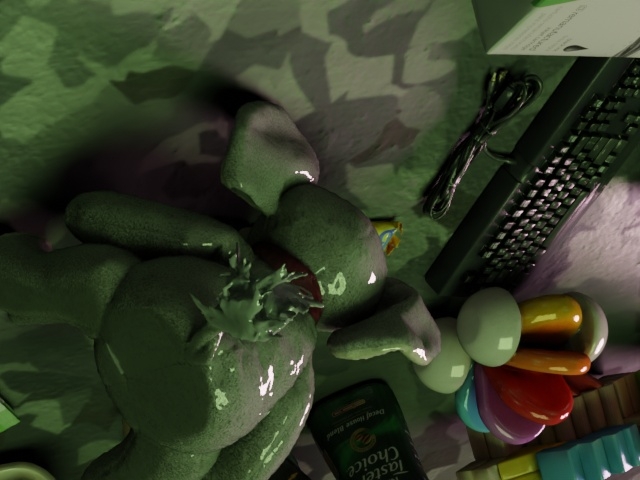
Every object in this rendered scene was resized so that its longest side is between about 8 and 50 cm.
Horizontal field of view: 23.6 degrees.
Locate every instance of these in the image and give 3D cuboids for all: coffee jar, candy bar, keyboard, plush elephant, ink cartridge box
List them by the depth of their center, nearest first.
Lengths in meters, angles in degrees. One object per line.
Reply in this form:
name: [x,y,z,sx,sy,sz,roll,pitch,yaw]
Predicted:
ink cartridge box: [0.245,-0.212,1.161,0.219,0.092,0.160,-2,159,-25]
plush elephant: [-0.060,0.047,1.217,0.330,0.272,0.255,-26,-178,43]
candy bar: [0.000,0.000,1.362,0.161,0.018,0.040,-3,136,-24]
keyboard: [0.192,-0.063,1.384,0.201,0.033,0.317,7,130,-33]
coffee jar: [0.062,0.236,1.522,0.096,0.184,0.079,-24,141,-4]

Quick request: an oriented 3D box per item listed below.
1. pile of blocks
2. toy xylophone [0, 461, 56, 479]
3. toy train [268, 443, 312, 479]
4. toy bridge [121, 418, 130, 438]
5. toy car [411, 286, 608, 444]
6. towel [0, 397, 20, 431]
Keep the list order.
pile of blocks: [0.312,0.182,1.640,0.362,0.113,0.149,-17,-178,-15]
toy xylophone: [-0.376,0.274,1.398,0.322,0.081,0.236,-17,146,-9]
toy train: [-0.033,0.315,1.525,0.142,0.190,0.334,-39,148,-15]
toy bridge: [-0.125,0.129,1.399,0.026,0.063,0.188,14,143,-38]
toy car: [0.190,0.127,1.488,0.159,0.136,0.182,3,155,-32]
towel: [-0.345,0.143,1.338,0.113,0.023,0.152,-25,143,3]
